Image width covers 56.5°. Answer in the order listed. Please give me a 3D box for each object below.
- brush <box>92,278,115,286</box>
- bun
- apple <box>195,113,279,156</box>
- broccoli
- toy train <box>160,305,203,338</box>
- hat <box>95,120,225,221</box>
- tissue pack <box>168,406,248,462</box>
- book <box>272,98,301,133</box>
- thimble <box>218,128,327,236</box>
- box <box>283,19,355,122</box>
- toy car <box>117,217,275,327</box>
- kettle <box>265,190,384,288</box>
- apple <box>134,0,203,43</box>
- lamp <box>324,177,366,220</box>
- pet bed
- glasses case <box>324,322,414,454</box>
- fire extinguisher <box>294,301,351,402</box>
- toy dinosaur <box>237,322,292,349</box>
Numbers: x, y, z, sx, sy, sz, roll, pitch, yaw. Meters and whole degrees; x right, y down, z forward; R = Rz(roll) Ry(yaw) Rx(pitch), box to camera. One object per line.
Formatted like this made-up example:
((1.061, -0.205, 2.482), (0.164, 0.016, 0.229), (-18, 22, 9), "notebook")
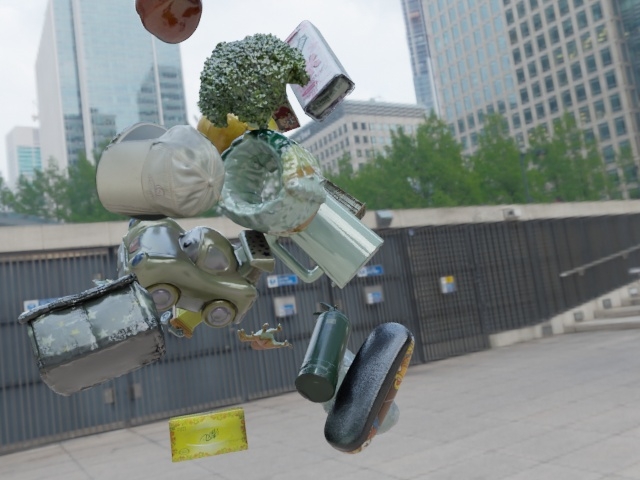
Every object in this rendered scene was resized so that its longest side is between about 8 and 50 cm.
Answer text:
((-0.520, 0.129, 1.656), (0.082, 0.010, 0.218), (29, 13, 34), "brush")
((0.107, 0.532, 2.074), (0.211, 0.362, 0.362), (-46, -4, -5), "bun")
((-0.267, -0.325, 1.916), (0.286, 0.233, 0.286), (28, -5, 3), "apple")
((-0.172, -0.400, 1.492), (0.287, 0.236, 0.260), (-9, 5, -7), "broccoli")
((-0.418, 0.212, 1.832), (0.127, 0.089, 0.219), (-36, 32, 7), "toy train")
((-0.344, -0.138, 1.297), (0.274, 0.232, 0.161), (-7, 19, -17), "hat")
((-0.261, 0.452, 1.394), (0.175, 0.095, 0.062), (-5, -9, -11), "tissue pack")
((-0.205, -0.453, 2.187), (0.231, 0.162, 0.022), (-15, 30, 22), "book")
((-0.126, -0.144, 1.517), (0.288, 0.254, 0.167), (20, 2, 36), "thimble")
((-0.025, -0.589, 2.066), (0.190, 0.370, 0.112), (-42, -39, 23), "box")
((-0.311, 0.049, 1.491), (0.336, 0.226, 0.242), (24, 21, -31), "toy car")
((0.010, -0.010, 1.912), (0.205, 0.318, 0.265), (-45, -6, -36), "kettle")
((-0.530, -0.812, 2.076), (0.233, 0.234, 0.234), (-8, -7, -1), "apple")
((0.021, -0.177, 2.259), (0.090, 0.325, 0.089), (-48, -18, -17), "lamp")
((-0.393, 0.150, 1.045), (0.210, 0.159, 0.183), (-22, -25, -17), "pet bed")
((0.113, 0.331, 1.361), (0.122, 0.321, 0.082), (1, -38, 47), "glasses case")
((0.012, 0.257, 1.469), (0.114, 0.095, 0.311), (11, 31, 9), "fire extinguisher")
((-0.187, 0.358, 2.073), (0.142, 0.057, 0.212), (-22, -49, 3), "toy dinosaur")
